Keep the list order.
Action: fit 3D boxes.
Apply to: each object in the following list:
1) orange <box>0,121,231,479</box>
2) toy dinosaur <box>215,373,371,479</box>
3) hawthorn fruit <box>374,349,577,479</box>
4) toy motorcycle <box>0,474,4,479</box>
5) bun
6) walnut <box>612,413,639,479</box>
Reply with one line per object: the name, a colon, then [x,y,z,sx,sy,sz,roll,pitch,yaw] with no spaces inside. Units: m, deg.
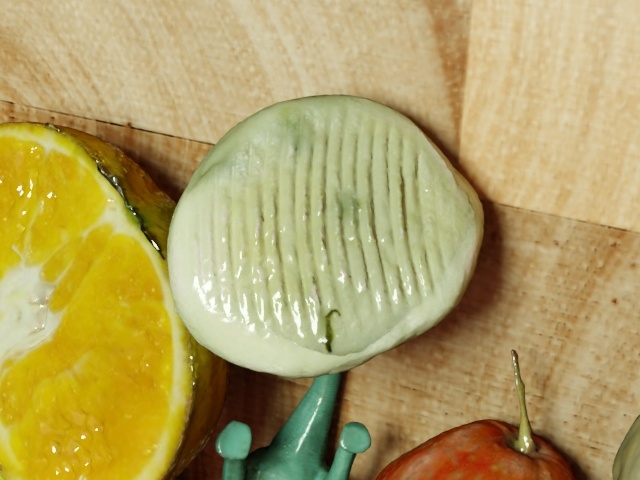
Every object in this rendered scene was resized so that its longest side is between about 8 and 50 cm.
orange: [-0.197,0.064,1.054,0.274,0.274,0.310,-62,31,30]
toy dinosaur: [-0.050,0.269,1.143,0.129,0.383,0.331,15,157,-3]
hawthorn fruit: [0.132,0.198,1.000,0.163,0.162,0.203,39,104,10]
toy motorcycle: [-0.258,0.363,1.203,0.206,0.142,0.342,12,107,36]
bun: [0.000,0.000,0.967,0.116,0.237,0.210,114,142,-67]
walnut: [0.308,0.185,0.837,0.248,0.248,0.248,10,113,25]
